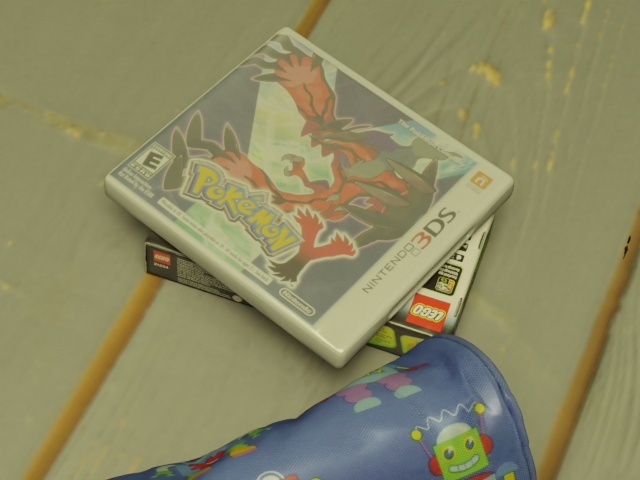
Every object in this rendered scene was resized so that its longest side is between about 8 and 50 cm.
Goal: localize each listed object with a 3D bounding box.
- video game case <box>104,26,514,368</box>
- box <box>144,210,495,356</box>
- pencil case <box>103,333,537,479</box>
[{"bbox_3d":[-0.006,-0.036,1.016,0.201,0.023,0.183,35,60,19],"label":"video game case"},{"bbox_3d":[0.000,0.000,1.029,0.207,0.036,0.114,18,56,9],"label":"box"},{"bbox_3d":[-0.034,0.154,0.868,0.306,0.133,0.119,-20,93,-17],"label":"pencil case"}]
